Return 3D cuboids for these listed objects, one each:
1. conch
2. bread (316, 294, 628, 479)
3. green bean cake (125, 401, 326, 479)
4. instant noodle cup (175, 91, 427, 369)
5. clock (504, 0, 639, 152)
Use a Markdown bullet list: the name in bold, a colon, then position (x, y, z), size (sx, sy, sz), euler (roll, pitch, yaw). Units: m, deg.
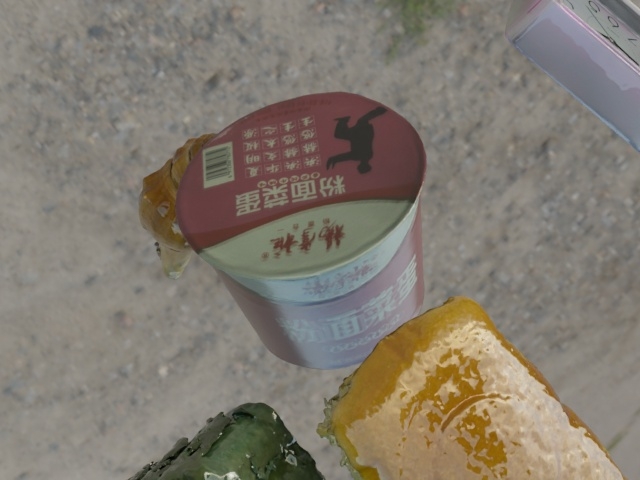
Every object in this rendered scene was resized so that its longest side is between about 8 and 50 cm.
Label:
- **conch**: position (-0.137, -0.021, 1.257), size (0.109, 0.093, 0.330), euler (-22, 156, -26)
- **bread**: position (0.118, 0.172, 0.893), size (0.174, 0.245, 0.121), euler (-40, -179, -12)
- **green bean cake**: position (-0.085, 0.283, 0.914), size (0.255, 0.241, 0.132), euler (-33, -172, 28)
- **instant noodle cup**: position (0.000, 0.000, 1.101), size (0.235, 0.235, 0.178), euler (-32, 137, -13)
- **clock**: position (0.277, -0.187, 1.124), size (0.063, 0.197, 0.150), euler (-44, -166, 35)
